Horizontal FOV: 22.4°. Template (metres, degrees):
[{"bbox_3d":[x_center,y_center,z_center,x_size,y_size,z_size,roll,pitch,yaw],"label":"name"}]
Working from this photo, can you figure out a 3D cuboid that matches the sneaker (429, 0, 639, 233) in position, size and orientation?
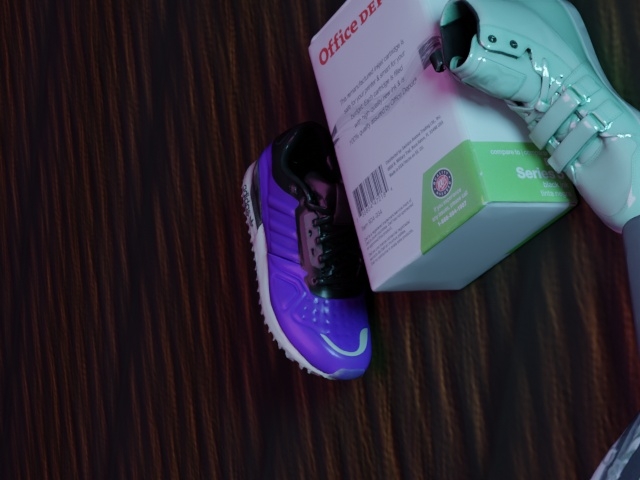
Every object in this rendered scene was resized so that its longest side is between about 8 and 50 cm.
[{"bbox_3d":[0.185,-0.106,1.374,0.094,0.151,0.256,-55,48,41],"label":"sneaker"}]

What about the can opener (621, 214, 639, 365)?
[{"bbox_3d":[0.281,0.118,1.294,0.093,0.074,0.280,-16,76,58],"label":"can opener"}]

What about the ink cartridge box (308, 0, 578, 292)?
[{"bbox_3d":[0.107,-0.113,1.531,0.198,0.114,0.273,-41,57,50],"label":"ink cartridge box"}]

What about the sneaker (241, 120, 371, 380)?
[{"bbox_3d":[-0.001,0.000,1.717,0.146,0.102,0.293,-49,50,45],"label":"sneaker"}]

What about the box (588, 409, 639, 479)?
[{"bbox_3d":[0.391,0.265,0.897,0.480,0.297,0.472,59,135,39],"label":"box"}]
